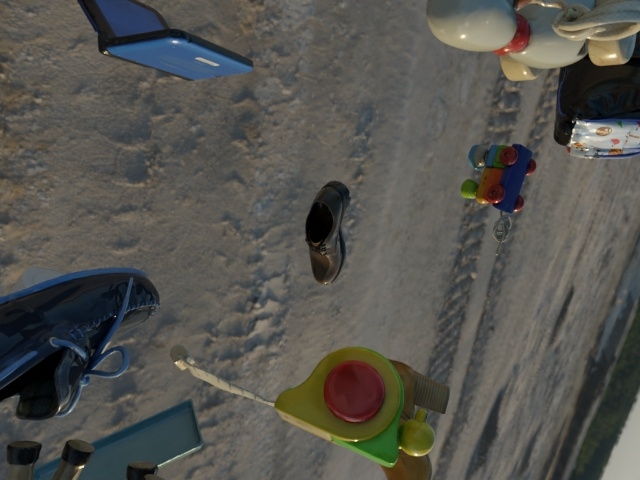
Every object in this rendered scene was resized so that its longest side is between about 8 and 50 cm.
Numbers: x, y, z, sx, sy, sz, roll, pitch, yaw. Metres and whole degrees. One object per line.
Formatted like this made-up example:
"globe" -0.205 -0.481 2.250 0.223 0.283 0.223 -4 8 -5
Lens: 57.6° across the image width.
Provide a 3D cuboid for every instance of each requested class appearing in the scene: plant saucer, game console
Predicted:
"plant saucer" -0.224 0.243 0.642 0.192 0.067 0.018 -22 130 -10
"game console" -0.307 -0.429 1.154 0.293 0.250 0.173 -13 102 -68

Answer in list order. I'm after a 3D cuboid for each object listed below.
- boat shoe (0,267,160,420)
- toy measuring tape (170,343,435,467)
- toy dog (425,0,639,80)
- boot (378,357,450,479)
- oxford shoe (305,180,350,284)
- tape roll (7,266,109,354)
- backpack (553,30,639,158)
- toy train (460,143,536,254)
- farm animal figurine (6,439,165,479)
"boat shoe" -0.212 0.094 0.414 0.109 0.089 0.258 -48 166 34
"toy measuring tape" -0.015 0.164 0.705 0.121 0.330 0.121 21 90 -76
"toy dog" 0.243 -0.281 0.655 0.334 0.220 0.160 -16 104 -67
"boot" 0.100 0.363 1.061 0.104 0.211 0.295 97 11 -73
"oxford shoe" 0.000 0.000 1.150 0.096 0.083 0.227 -43 142 -49
"tape roll" -0.599 0.196 1.311 0.169 0.246 0.246 -53 151 4
"backpack" 0.633 -0.292 1.210 0.213 0.263 0.276 52 48 -56
"toy train" 0.384 -0.103 1.345 0.105 0.143 0.248 15 94 -41
"farm animal figurine" -0.045 0.235 0.276 0.327 0.330 0.172 16 84 -25
